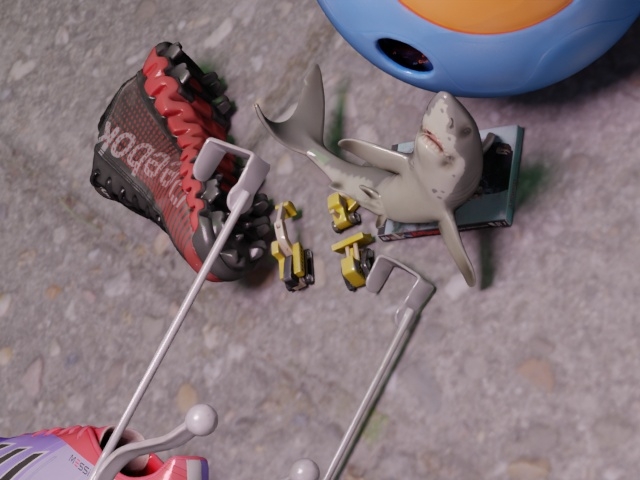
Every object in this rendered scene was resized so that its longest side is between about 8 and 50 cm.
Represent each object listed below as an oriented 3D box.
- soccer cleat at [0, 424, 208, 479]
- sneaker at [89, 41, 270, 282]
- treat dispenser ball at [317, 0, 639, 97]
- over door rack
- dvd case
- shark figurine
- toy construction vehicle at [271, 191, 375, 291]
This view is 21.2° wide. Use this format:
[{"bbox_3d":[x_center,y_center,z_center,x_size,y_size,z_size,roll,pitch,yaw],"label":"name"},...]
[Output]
[{"bbox_3d":[-0.190,0.192,1.364,0.318,0.108,0.116,15,94,50],"label":"soccer cleat"},{"bbox_3d":[-0.131,-0.050,1.499,0.135,0.097,0.276,-36,46,15],"label":"sneaker"},{"bbox_3d":[0.123,-0.252,1.290,0.288,0.288,0.288,-19,55,28],"label":"treat dispenser ball"},{"bbox_3d":[-0.030,0.119,1.222,0.108,0.239,0.324,4,68,41],"label":"over door rack"},{"bbox_3d":[0.104,-0.046,1.374,0.119,0.013,0.087,-7,61,35],"label":"dvd case"},{"bbox_3d":[0.075,-0.066,1.353,0.116,0.166,0.278,-38,23,-21],"label":"shark figurine"},{"bbox_3d":[0.000,0.000,1.411,0.086,0.035,0.098,-21,54,27],"label":"toy construction vehicle"}]
